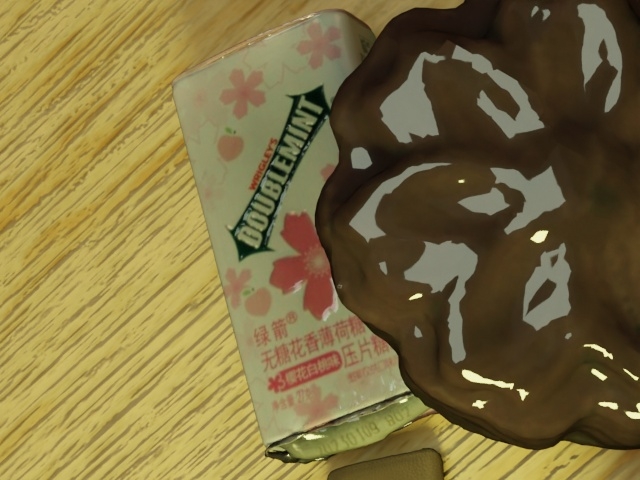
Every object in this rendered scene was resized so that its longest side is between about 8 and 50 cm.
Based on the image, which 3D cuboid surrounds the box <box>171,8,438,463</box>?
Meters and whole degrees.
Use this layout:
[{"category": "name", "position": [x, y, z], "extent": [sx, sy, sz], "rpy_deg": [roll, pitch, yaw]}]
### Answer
[{"category": "box", "position": [0.000, 0.000, 1.722], "extent": [0.190, 0.112, 0.370], "rpy_deg": [-24, 69, 22]}]

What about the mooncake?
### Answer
[{"category": "mooncake", "position": [0.176, -0.030, 1.521], "extent": [0.350, 0.212, 0.381], "rpy_deg": [9, 84, 5]}]

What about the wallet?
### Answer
[{"category": "wallet", "position": [0.057, 0.259, 1.673], "extent": [0.118, 0.039, 0.153], "rpy_deg": [-12, 65, 23]}]
